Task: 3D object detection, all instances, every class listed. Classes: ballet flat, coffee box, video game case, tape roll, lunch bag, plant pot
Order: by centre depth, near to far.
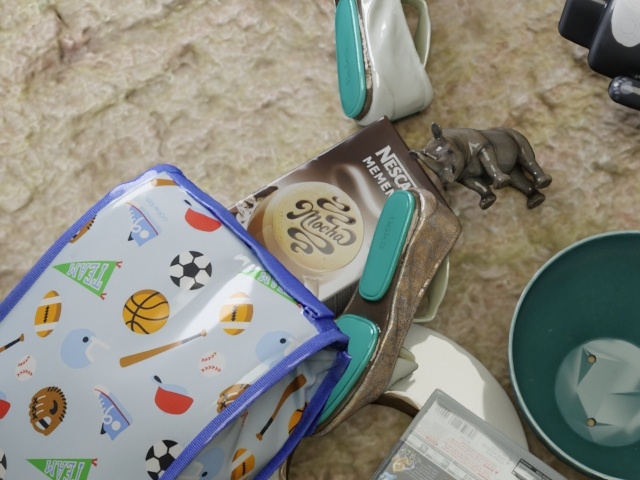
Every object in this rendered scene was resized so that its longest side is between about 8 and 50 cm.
[{"bbox_3d":[-0.187,0.150,1.550,0.328,0.239,0.385,43,98,26],"label":"lunch bag"},{"bbox_3d":[0.162,0.293,1.588,0.190,0.022,0.173,35,74,10],"label":"video game case"},{"bbox_3d":[0.081,0.096,1.607,0.106,0.107,0.316,24,93,-32],"label":"ballet flat"},{"bbox_3d":[0.354,0.156,1.612,0.290,0.195,0.290,0,71,1],"label":"plant pot"},{"bbox_3d":[0.054,0.282,1.643,0.392,0.072,0.392,0,72,1],"label":"tape roll"},{"bbox_3d":[0.000,0.000,1.714,0.297,0.119,0.168,-32,74,-9],"label":"coffee box"},{"bbox_3d":[0.072,-0.340,1.838,0.139,0.139,0.400,-8,75,-1],"label":"ballet flat"}]

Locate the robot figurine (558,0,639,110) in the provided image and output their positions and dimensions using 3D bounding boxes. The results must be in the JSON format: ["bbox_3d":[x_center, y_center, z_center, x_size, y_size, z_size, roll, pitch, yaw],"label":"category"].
[{"bbox_3d":[0.451,-0.266,1.771,0.278,0.173,0.209,24,103,9],"label":"robot figurine"}]

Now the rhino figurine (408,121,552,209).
[{"bbox_3d":[0.192,-0.097,1.707,0.073,0.243,0.106,-47,61,31],"label":"rhino figurine"}]
